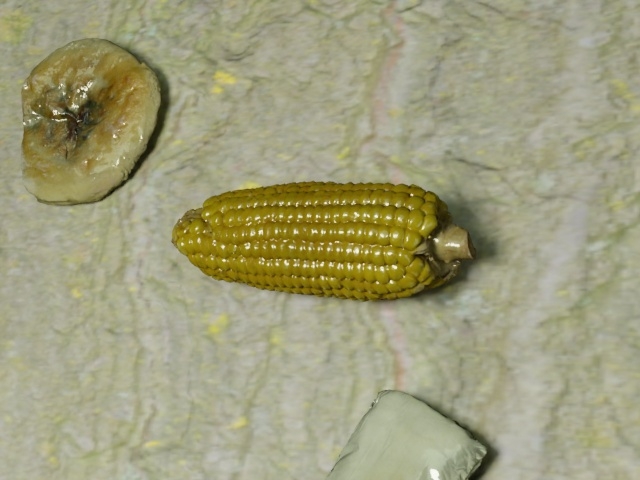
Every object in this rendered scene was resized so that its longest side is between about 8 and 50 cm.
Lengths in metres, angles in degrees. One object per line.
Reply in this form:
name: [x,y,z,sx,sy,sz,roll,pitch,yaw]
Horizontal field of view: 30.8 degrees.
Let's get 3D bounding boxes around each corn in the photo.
corn: [0.000,0.000,1.155,0.322,0.119,0.119,0,65,30]

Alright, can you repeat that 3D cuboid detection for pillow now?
pillow: [0.048,0.248,1.039,0.128,0.051,0.229,21,73,39]

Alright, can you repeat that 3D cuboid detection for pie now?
pie: [-0.273,-0.147,1.391,0.185,0.052,0.218,-15,61,11]
